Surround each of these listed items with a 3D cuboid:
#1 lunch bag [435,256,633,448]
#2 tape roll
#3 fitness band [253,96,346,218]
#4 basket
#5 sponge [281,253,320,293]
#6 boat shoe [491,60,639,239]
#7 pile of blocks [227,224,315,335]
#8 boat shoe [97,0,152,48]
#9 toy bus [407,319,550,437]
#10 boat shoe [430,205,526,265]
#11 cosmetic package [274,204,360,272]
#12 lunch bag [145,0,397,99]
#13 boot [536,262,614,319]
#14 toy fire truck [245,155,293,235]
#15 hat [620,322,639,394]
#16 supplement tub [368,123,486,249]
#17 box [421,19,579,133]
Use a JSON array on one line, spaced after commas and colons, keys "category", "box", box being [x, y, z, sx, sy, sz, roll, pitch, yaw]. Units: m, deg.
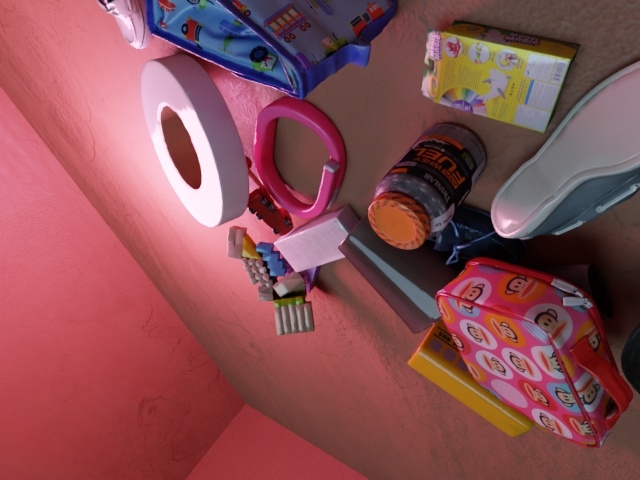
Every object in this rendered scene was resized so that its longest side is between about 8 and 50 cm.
[{"category": "lunch bag", "box": [0.333, 0.174, 0.690, 0.293, 0.120, 0.258, 57, 162, -24]}, {"category": "tape roll", "box": [-0.292, -0.216, 1.030, 0.392, 0.072, 0.392, 40, 144, 36]}, {"category": "fitness band", "box": [-0.052, -0.163, 0.951, 0.209, 0.054, 0.291, 35, 148, 12]}, {"category": "basket", "box": [0.157, 0.047, 0.890, 0.227, 0.154, 0.204, 43, 154, 6]}, {"category": "sponge", "box": [-0.057, 0.061, 1.259, 0.117, 0.031, 0.210, 34, 149, 13]}, {"category": "boat shoe", "box": [0.351, -0.099, 0.562, 0.099, 0.116, 0.319, 6, 148, -20]}, {"category": "pile of blocks", "box": [-0.126, 0.097, 1.275, 0.362, 0.149, 0.112, 58, -170, -7]}, {"category": "boat shoe", "box": [-0.413, -0.500, 0.907, 0.095, 0.084, 0.258, 31, 147, 18]}, {"category": "toy bus", "box": [0.370, 0.306, 0.983, 0.332, 0.130, 0.108, 33, 148, 15]}, {"category": "boat shoe", "box": [0.221, -0.010, 0.797, 0.258, 0.089, 0.109, 25, 146, 26]}, {"category": "cosmetic package", "box": [0.000, 0.000, 1.061, 0.239, 0.060, 0.099, -20, 114, 48]}, {"category": "lunch bag", "box": [-0.053, -0.316, 0.595, 0.293, 0.221, 0.138, 34, 149, 14]}, {"category": "boot", "box": [0.397, 0.120, 0.793, 0.208, 0.076, 0.190, -12, 123, 46]}, {"category": "toy fire truck", "box": [-0.143, -0.109, 1.086, 0.047, 0.135, 0.192, -33, 131, 17]}, {"category": "hat", "box": [0.560, 0.127, 0.547, 0.331, 0.134, 0.331, 22, 140, 19]}, {"category": "supplement tub", "box": [0.159, -0.081, 0.679, 0.117, 0.190, 0.117, 28, 147, 21]}, {"category": "box", "box": [0.221, -0.216, 0.587, 0.179, 0.043, 0.105, 24, 145, 23]}]
